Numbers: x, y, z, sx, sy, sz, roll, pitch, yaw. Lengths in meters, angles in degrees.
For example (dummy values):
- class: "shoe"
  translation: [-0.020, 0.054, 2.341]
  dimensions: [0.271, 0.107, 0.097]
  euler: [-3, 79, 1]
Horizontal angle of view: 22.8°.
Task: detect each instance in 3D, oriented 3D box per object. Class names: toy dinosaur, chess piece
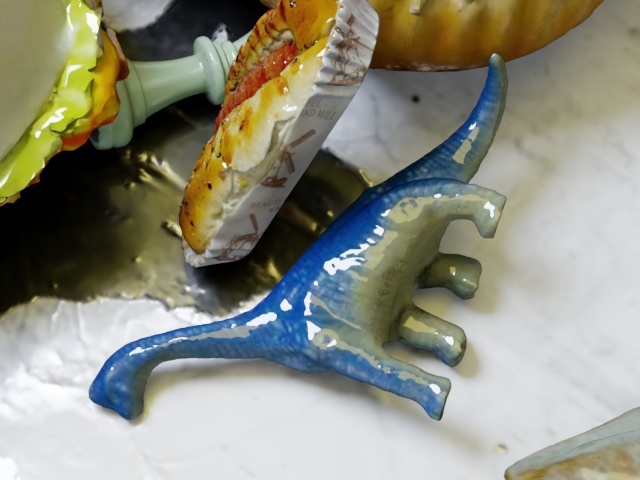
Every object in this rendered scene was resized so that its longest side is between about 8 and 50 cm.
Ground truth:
- class: "toy dinosaur"
  translation: [0.000, 0.000, 0.861]
  dimensions: [0.188, 0.075, 0.248]
  euler: [18, 87, 1]
- class: "chess piece"
  translation: [-0.068, -0.097, 0.923]
  dimensions: [0.149, 0.059, 0.059]
  euler: [-16, 67, -15]

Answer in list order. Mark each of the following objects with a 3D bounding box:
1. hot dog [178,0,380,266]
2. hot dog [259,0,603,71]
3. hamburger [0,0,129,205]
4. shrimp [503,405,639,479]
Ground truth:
- class: "hot dog"
  translation: [-0.028, -0.065, 0.842]
  dimensions: [0.053, 0.192, 0.099]
  euler: [17, 45, -20]
- class: "hot dog"
  translation: [0.054, -0.274, 0.938]
  dimensions: [0.365, 0.196, 0.367]
  euler: [29, 66, 20]
- class: "hamburger"
  translation: [-0.255, -0.119, 0.844]
  dimensions: [0.276, 0.179, 0.294]
  euler: [-36, 68, 1]
- class: "shrimp"
  translation: [0.192, 0.195, 0.793]
  dimensions: [0.360, 0.085, 0.247]
  euler: [-36, 81, -15]
